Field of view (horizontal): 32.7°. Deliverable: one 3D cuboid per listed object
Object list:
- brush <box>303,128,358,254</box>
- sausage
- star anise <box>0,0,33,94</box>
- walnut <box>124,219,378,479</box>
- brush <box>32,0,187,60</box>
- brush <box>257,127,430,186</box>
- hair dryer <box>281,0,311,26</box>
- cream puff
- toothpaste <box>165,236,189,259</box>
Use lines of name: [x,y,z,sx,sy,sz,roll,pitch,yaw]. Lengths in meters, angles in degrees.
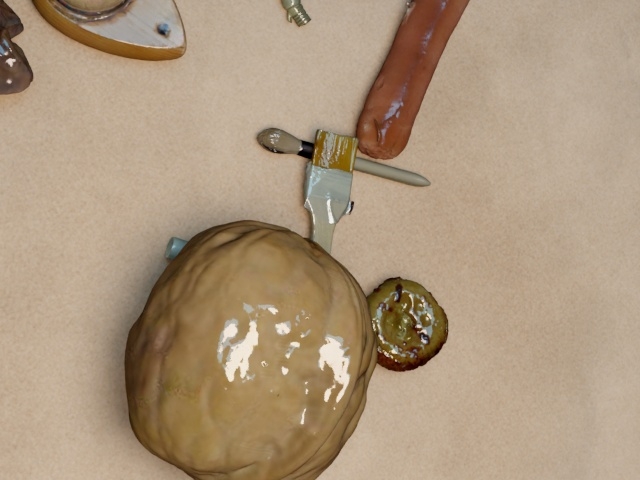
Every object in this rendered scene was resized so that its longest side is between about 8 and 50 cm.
brush: [0.000,0.000,1.682,0.085,0.020,0.336,11,87,-20]
sausage: [0.165,-0.319,1.759,0.094,0.094,0.419,44,67,-50]
star anise: [-0.520,-0.303,1.461,0.108,0.315,0.315,-33,95,22]
walnut: [-0.090,0.160,1.492,0.381,0.381,0.381,2,82,-18]
brush: [-0.293,-0.365,1.574,0.267,0.166,0.174,35,74,-14]
brush: [0.041,-0.123,1.721,0.299,0.042,0.039,15,94,-18]
hair dryer: [-0.072,-0.535,1.719,0.298,0.119,0.296,38,69,-27]
cream puff: [0.122,0.131,1.691,0.149,0.084,0.149,4,78,-18]
toothpaste: [-0.132,0.043,1.645,0.205,0.036,0.056,21,79,-19]
